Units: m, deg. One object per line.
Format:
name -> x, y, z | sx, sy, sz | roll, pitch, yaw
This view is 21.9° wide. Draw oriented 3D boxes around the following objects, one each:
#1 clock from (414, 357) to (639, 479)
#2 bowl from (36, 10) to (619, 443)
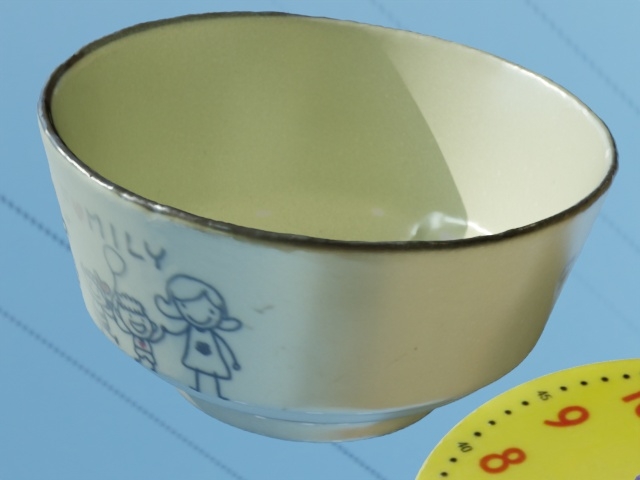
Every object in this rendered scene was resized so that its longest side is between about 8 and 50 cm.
clock -> 0.178, 0.152, 0.883 | 0.293, 0.277, 0.071 | -22, -54, -22
bowl -> 0.000, 0.000, 0.696 | 0.238, 0.238, 0.126 | -20, -55, -41
